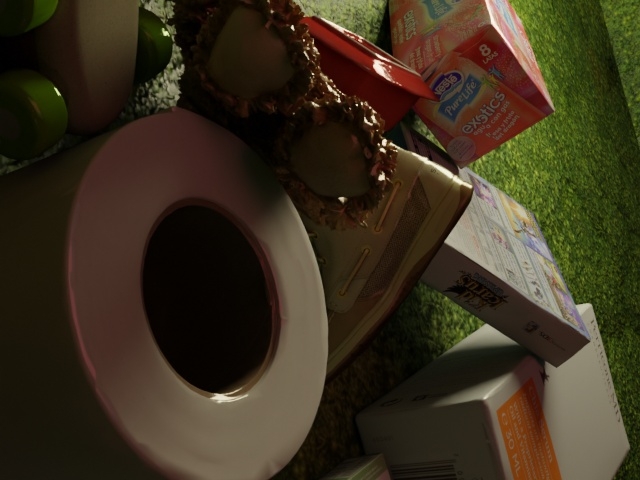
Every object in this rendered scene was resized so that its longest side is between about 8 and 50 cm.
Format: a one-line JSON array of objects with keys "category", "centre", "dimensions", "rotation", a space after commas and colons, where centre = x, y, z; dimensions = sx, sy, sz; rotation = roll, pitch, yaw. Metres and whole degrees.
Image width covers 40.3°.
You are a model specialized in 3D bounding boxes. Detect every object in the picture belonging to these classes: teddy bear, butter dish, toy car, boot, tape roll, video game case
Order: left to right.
[{"category": "toy car", "centre": [-0.213, -0.154, 0.555], "dimensions": [0.155, 0.188, 0.149], "rotation": [-54, 156, -53]}, {"category": "tape roll", "centre": [-0.131, 0.053, 0.592], "dimensions": [0.246, 0.169, 0.246], "rotation": [30, 53, -48]}, {"category": "teddy bear", "centre": [-0.032, -0.115, 0.683], "dimensions": [0.245, 0.113, 0.338], "rotation": [43, -6, 1]}, {"category": "boot", "centre": [0.000, 0.000, 0.870], "dimensions": [0.203, 0.262, 0.095], "rotation": [36, 6, 8]}, {"category": "butter dish", "centre": [0.027, -0.170, 0.991], "dimensions": [0.160, 0.118, 0.160], "rotation": [39, 18, 30]}, {"category": "video game case", "centre": [0.188, -0.001, 1.059], "dimensions": [0.244, 0.061, 0.269], "rotation": [31, 27, -22]}]

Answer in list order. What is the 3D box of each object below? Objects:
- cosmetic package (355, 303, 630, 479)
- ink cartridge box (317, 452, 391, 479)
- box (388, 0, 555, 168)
[{"category": "cosmetic package", "centre": [0.240, 0.245, 1.094], "dimensions": [0.453, 0.162, 0.230], "rotation": [-18, 93, -59]}, {"category": "ink cartridge box", "centre": [0.035, 0.347, 0.836], "dimensions": [0.171, 0.056, 0.235], "rotation": [-17, 90, -58]}, {"category": "box", "centre": [0.192, -0.257, 1.170], "dimensions": [0.154, 0.142, 0.300], "rotation": [46, 26, -26]}]
